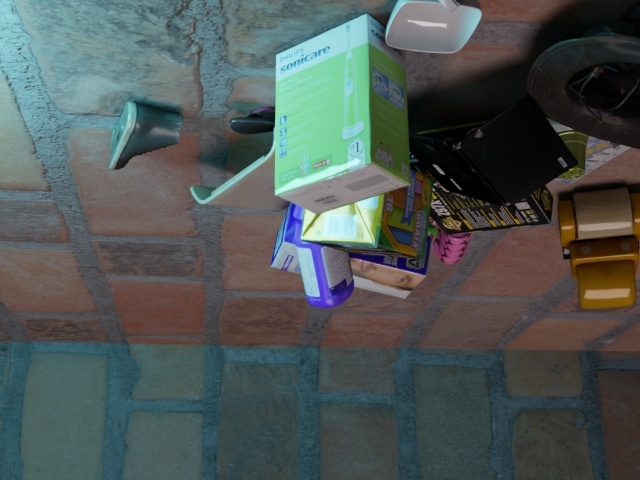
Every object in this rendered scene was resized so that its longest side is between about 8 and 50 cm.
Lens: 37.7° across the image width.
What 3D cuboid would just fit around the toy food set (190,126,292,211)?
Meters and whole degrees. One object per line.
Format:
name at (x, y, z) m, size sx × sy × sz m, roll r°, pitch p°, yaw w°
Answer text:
toy food set at (-0.105, -0.156, 2.019) m, size 0.220 × 0.092 × 0.306 m, roll 5°, pitch 154°, yaw -43°

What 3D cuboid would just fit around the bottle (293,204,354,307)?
bottle at (0.000, 0.000, 1.997) m, size 0.092 × 0.282 × 0.118 m, roll 3°, pitch -153°, yaw 32°

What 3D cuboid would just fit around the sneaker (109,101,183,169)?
sneaker at (-0.360, -0.198, 1.912) m, size 0.118 × 0.083 × 0.222 m, roll 8°, pitch 156°, yaw -23°

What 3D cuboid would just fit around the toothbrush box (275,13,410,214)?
toothbrush box at (0.035, -0.213, 1.614) m, size 0.206 × 0.283 × 0.122 m, roll -17°, pitch 154°, yaw 35°

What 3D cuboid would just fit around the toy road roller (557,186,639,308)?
toy road roller at (0.705, 0.031, 2.325) m, size 0.203 × 0.240 × 0.329 m, roll -6°, pitch 158°, yaw 13°

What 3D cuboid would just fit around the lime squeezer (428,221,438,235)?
lime squeezer at (0.191, -0.081, 2.230) m, size 0.110 × 0.059 × 0.310 m, roll 55°, pitch 165°, yaw -17°

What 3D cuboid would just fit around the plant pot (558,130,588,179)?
plant pot at (0.513, -0.170, 1.924) m, size 0.083 × 0.079 × 0.083 m, roll -2°, pitch 159°, yaw -1°

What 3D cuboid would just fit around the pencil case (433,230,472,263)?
pencil case at (0.338, -0.013, 2.412) m, size 0.095 × 0.098 × 0.209 m, roll -43°, pitch 165°, yaw -15°

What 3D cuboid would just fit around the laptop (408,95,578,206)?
laptop at (0.318, -0.181, 1.825) m, size 0.264 × 0.136 × 0.234 m, roll 21°, pitch 165°, yaw 47°

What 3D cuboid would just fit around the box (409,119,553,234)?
box at (0.328, -0.128, 2.021) m, size 0.257 × 0.079 × 0.322 m, roll -5°, pitch 149°, yaw 33°

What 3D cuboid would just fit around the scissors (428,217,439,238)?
scissors at (0.316, -0.082, 2.299) m, size 0.297 × 0.109 × 0.021 m, roll -36°, pitch 158°, yaw 19°

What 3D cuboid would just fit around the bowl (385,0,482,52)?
bowl at (0.181, -0.368, 1.537) m, size 0.142 × 0.053 × 0.142 m, roll 2°, pitch 158°, yaw -11°

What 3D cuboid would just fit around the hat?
hat at (0.535, -0.294, 1.632) m, size 0.331 × 0.134 × 0.331 m, roll 15°, pitch 155°, yaw 7°

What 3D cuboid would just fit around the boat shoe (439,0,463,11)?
boat shoe at (0.170, -0.426, 1.390) m, size 0.083 × 0.065 × 0.183 m, roll -41°, pitch 130°, yaw 20°

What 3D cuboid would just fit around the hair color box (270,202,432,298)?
hair color box at (0.068, 0.028, 2.181) m, size 0.339 × 0.110 × 0.185 m, roll 12°, pitch 158°, yaw -7°

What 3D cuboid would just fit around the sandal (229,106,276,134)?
sandal at (-0.103, -0.244, 1.879) m, size 0.179 × 0.040 × 0.067 m, roll -6°, pitch 169°, yaw -28°

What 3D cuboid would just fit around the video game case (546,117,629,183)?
video game case at (0.510, -0.218, 1.958) m, size 0.300 × 0.036 × 0.329 m, roll 9°, pitch 157°, yaw -23°

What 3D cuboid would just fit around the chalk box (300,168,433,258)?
chalk box at (0.113, -0.062, 1.915) m, size 0.180 × 0.179 × 0.289 m, roll 5°, pitch 176°, yaw 30°
